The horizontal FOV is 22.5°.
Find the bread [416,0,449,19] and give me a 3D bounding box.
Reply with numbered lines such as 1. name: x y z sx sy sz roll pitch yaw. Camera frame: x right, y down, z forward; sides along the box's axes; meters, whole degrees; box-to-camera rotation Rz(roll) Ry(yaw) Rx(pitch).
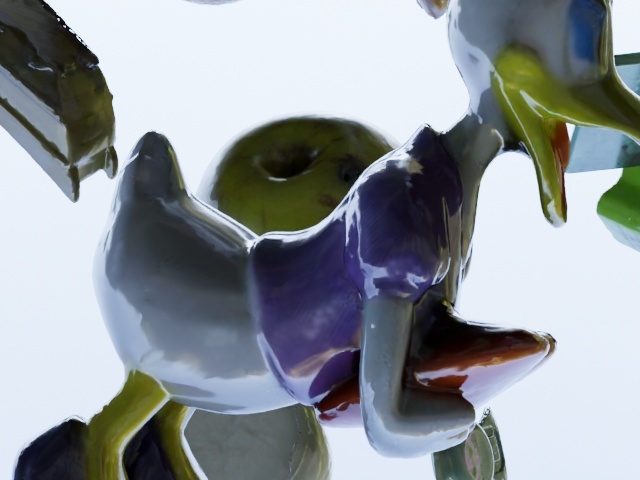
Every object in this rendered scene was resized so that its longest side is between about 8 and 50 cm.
1. bread: 0.077 -0.179 0.934 0.070 0.083 0.076 55 -175 -19

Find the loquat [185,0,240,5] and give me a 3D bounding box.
1. loquat: -0.100 -0.339 1.600 0.208 0.208 0.208 20 -129 -27

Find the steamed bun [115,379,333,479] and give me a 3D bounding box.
1. steamed bun: -0.087 0.192 1.424 0.177 0.228 0.130 -52 -37 -15

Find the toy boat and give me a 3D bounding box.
1. toy boat: -0.371 -0.206 1.554 0.445 0.162 0.136 40 -144 10

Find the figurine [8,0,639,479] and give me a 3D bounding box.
1. figurine: 0.018 -0.001 0.696 0.193 0.421 0.154 53 -168 10

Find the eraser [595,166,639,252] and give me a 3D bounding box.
1. eraser: 0.407 -0.040 1.399 0.210 0.274 0.092 -50 -47 -6

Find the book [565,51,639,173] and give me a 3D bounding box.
1. book: 0.267 -0.109 1.360 0.103 0.135 0.017 -6 -127 -10

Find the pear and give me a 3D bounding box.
1. pear: 0.000 0.000 1.567 0.284 0.283 0.283 20 -129 -27

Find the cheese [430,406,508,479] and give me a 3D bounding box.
1. cheese: 0.101 0.144 1.071 0.121 0.026 0.067 2 -103 -64
